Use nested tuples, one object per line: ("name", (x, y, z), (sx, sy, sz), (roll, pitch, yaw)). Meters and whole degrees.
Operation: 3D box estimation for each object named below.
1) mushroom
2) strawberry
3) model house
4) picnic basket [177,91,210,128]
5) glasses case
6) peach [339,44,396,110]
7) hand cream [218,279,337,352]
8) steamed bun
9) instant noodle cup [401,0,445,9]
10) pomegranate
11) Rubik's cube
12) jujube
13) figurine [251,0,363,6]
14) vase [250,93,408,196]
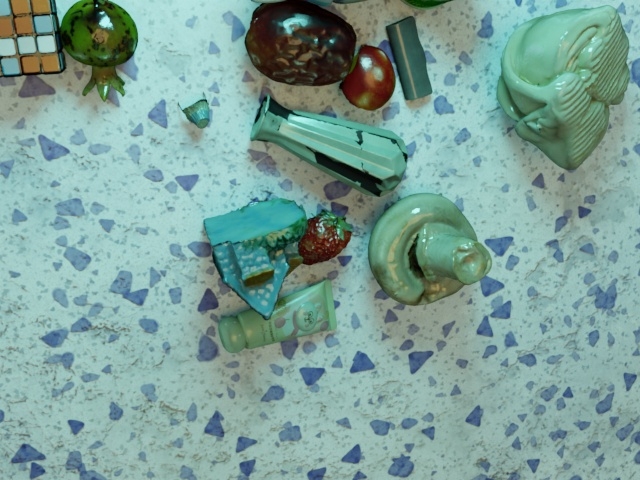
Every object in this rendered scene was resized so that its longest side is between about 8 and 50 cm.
("mushroom", (0.272, 0.038, 1.787), (0.293, 0.290, 0.292), (-5, 105, -17))
("strawberry", (0.004, 0.001, 1.794), (0.131, 0.131, 0.148), (17, 100, -19))
("model house", (-0.129, 0.056, 1.701), (0.226, 0.261, 0.241), (-15, 109, -9))
("picnic basket", (-0.279, -0.297, 1.663), (0.065, 0.083, 0.083), (-29, 68, -3))
("glasses case", (0.216, -0.435, 1.760), (0.072, 0.042, 0.190), (-24, 112, -15))
("peach", (0.121, -0.383, 1.717), (0.151, 0.151, 0.118), (34, 140, -22))
("hand cream", (-0.105, 0.203, 1.858), (0.306, 0.093, 0.147), (-16, 112, -19))
("steamed bun", (0.562, -0.390, 1.752), (0.342, 0.255, 0.367), (-52, 142, -13))
("instant noodle cup", (0.278, -0.615, 1.613), (0.207, 0.232, 0.207), (-4, 108, -14))
("pomegranate", (-0.459, -0.400, 1.532), (0.156, 0.156, 0.220), (-3, 108, -14))
("Rubik's cube", (-0.606, -0.415, 1.484), (0.151, 0.154, 0.155), (-8, 108, -11))
("jujube", (-0.045, -0.434, 1.615), (0.243, 0.183, 0.183), (11, 104, -12))
("figurine", (-0.008, -0.647, 1.468), (0.378, 0.266, 0.361), (-26, 94, -28))
("vase", (0.022, -0.224, 1.718), (0.360, 0.165, 0.165), (19, 101, -16))
